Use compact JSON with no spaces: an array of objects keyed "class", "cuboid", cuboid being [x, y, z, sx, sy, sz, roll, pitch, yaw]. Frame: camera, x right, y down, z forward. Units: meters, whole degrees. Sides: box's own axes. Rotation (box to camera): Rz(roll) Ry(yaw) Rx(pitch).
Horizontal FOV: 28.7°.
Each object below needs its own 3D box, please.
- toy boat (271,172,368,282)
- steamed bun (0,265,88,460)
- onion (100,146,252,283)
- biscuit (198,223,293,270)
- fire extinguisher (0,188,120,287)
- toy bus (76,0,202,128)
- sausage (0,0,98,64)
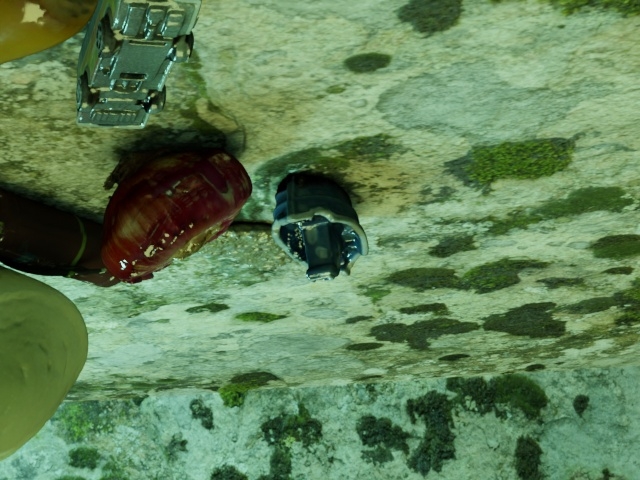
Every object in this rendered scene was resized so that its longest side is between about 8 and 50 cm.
[{"class":"toy boat","cuboid":[0.000,0.000,1.887,0.129,0.143,0.309,-11,161,13]},{"class":"steamed bun","cuboid":[-0.590,0.181,1.738,0.371,0.290,0.456,10,-139,42]},{"class":"onion","cuboid":[-0.207,-0.052,1.664,0.230,0.163,0.230,-35,171,-7]},{"class":"biscuit","cuboid":[-0.117,0.006,2.066,0.133,0.032,0.250,-19,157,37]},{"class":"fire extinguisher","cuboid":[-0.406,-0.001,1.819,0.141,0.105,0.341,12,174,32]},{"class":"toy bus","cuboid":[-0.187,-0.200,1.235,0.092,0.106,0.268,2,160,-19]},{"class":"sausage","cuboid":[-0.365,-0.206,1.166,0.353,0.116,0.134,-11,173,32]}]
